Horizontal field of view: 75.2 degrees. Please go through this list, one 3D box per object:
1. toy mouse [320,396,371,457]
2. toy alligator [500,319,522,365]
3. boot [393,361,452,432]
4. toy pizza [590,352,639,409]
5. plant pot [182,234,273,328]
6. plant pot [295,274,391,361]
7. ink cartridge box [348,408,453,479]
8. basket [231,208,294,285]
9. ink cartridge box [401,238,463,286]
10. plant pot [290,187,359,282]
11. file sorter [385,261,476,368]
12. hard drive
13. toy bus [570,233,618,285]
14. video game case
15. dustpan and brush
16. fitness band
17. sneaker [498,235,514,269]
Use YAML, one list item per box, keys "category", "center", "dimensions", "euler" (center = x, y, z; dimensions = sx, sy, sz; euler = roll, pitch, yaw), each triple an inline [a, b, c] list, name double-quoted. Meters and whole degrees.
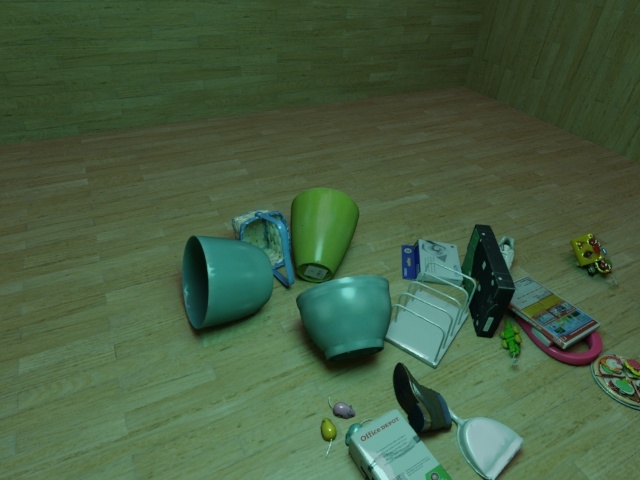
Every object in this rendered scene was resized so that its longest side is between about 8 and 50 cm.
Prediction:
- category: "toy mouse"
  center: [0.071, 0.483, 1.111]
  dimensions: [0.143, 0.031, 0.161]
  euler: [-3, 38, -9]
- category: "toy alligator"
  center: [0.624, 0.337, 1.339]
  dimensions: [0.051, 0.056, 0.189]
  euler: [42, 34, -18]
- category: "boot"
  center: [0.282, 0.442, 1.171]
  dimensions: [0.106, 0.082, 0.219]
  euler: [16, 29, -21]
- category: "toy pizza"
  center: [0.940, 0.421, 1.269]
  dimensions: [0.202, 0.032, 0.201]
  euler: [2, 38, -2]
- category: "plant pot"
  center: [-0.295, 0.126, 1.355]
  dimensions: [0.235, 0.292, 0.293]
  euler: [-2, 35, -33]
- category: "plant pot"
  center: [0.085, 0.249, 1.250]
  dimensions: [0.293, 0.293, 0.196]
  euler: [-5, 66, -12]
- category: "ink cartridge box"
  center: [0.185, 0.540, 1.001]
  dimensions: [0.153, 0.086, 0.208]
  euler: [-17, 43, -25]
- category: "basket"
  center: [-0.196, 0.008, 1.526]
  dimensions: [0.201, 0.254, 0.289]
  euler: [-20, 33, -26]
- category: "ink cartridge box"
  center: [0.439, 0.081, 1.657]
  dimensions: [0.224, 0.045, 0.223]
  euler: [7, 38, 4]
- category: "plant pot"
  center: [0.000, 0.000, 1.578]
  dimensions: [0.275, 0.274, 0.293]
  euler: [7, 53, 3]
- category: "file sorter"
  center: [0.360, 0.227, 1.357]
  dimensions: [0.193, 0.173, 0.278]
  euler: [26, 43, 27]
- category: "hard drive"
  center: [0.570, 0.132, 1.447]
  dimensions: [0.064, 0.236, 0.338]
  euler: [5, 37, 1]
- category: "toy bus"
  center: [1.087, 0.074, 1.673]
  dimensions: [0.104, 0.191, 0.202]
  euler: [-27, 19, 36]
- category: "video game case"
  center: [0.763, 0.233, 1.419]
  dimensions: [0.204, 0.025, 0.285]
  euler: [-15, 38, -28]
- category: "dustpan and brush"
  center: [0.401, 0.504, 1.104]
  dimensions: [0.147, 0.060, 0.211]
  euler: [-34, 57, -23]
- category: "fitness band"
  center: [0.798, 0.292, 1.406]
  dimensions: [0.209, 0.054, 0.290]
  euler: [-4, 36, -14]
- category: "sneaker"
  center: [0.693, 0.088, 1.613]
  dimensions: [0.110, 0.118, 0.292]
  euler: [20, 42, 18]
